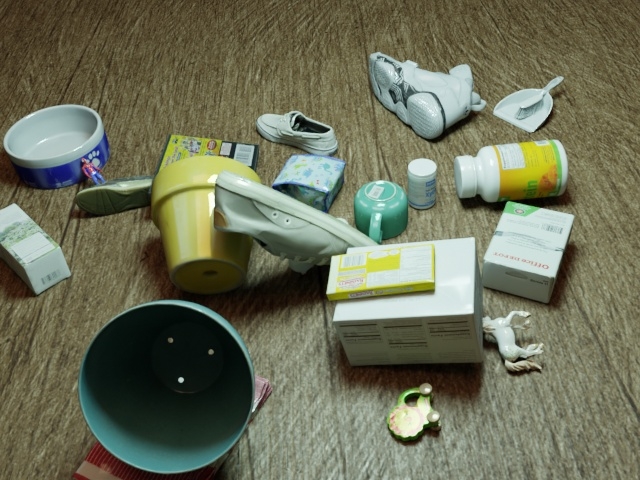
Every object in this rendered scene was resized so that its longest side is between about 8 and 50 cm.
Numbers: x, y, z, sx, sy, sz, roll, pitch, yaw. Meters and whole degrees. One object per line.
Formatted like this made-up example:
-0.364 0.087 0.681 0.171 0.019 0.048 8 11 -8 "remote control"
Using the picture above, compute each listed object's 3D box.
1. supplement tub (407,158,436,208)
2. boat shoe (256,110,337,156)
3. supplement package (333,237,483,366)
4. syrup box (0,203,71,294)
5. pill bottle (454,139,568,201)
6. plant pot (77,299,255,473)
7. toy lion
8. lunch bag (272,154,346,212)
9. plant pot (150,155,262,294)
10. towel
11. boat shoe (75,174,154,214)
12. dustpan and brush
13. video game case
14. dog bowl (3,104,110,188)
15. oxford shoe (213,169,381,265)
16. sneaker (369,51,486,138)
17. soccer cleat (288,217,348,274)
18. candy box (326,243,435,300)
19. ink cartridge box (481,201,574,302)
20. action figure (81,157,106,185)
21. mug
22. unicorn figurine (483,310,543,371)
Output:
0.246 -0.136 1.761 0.071 0.107 0.071 -3 43 3 "supplement tub"
-0.070 -0.310 2.000 0.267 0.088 0.096 29 53 32 "boat shoe"
0.181 0.122 1.431 0.262 0.145 0.204 -5 41 18 "supplement package"
-0.698 0.017 1.714 0.093 0.096 0.237 -34 49 -29 "syrup box"
0.452 -0.163 1.745 0.246 0.136 0.136 -6 43 1 "pill bottle"
-0.253 0.233 1.282 0.290 0.290 0.195 -6 7 0 "plant pot"
0.169 0.319 1.339 0.096 0.034 0.100 -13 42 4 "toy lion"
-0.029 -0.150 1.818 0.151 0.096 0.129 19 48 11 "lunch bag"
-0.249 -0.020 1.614 0.254 0.254 0.239 -6 59 0 "plant pot"
-0.270 0.348 1.352 0.237 0.037 0.329 16 47 23 "towel"
-0.510 -0.123 1.862 0.223 0.080 0.073 -9 37 -11 "boat shoe"
0.607 -0.395 2.033 0.211 0.060 0.147 -32 48 -25 "dustpan and brush"
-0.293 -0.178 1.878 0.248 0.035 0.275 6 39 -4 "video game case"
-0.725 -0.262 2.012 0.265 0.104 0.265 -4 43 3 "dog bowl"
-0.039 -0.012 1.535 0.449 0.130 0.169 22 3 -30 "oxford shoe"
0.298 -0.436 2.065 0.210 0.137 0.366 -23 50 -18 "sneaker"
0.000 0.000 1.666 0.068 0.076 0.196 26 51 30 "soccer cleat"
0.117 0.060 1.392 0.206 0.027 0.105 -7 43 16 "candy box"
0.451 0.022 1.581 0.153 0.087 0.208 16 46 21 "ink cartridge box"
-0.595 -0.172 1.918 0.038 0.030 0.115 -37 80 -24 "action figure"
0.148 -0.073 1.711 0.129 0.097 0.158 -17 43 -12 "mug"
0.367 0.186 1.433 0.111 0.060 0.162 -15 46 0 "unicorn figurine"
